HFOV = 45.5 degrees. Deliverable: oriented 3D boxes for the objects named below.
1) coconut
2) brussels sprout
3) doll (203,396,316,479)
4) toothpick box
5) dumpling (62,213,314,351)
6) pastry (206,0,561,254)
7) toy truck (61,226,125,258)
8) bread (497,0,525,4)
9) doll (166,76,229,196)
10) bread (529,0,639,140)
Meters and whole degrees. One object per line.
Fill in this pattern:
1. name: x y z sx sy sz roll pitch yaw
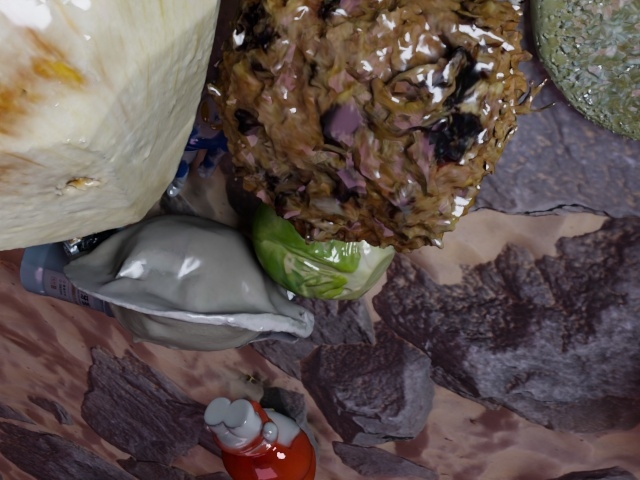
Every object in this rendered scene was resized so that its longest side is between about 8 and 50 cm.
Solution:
1. coconut: -0.252 -0.169 0.547 0.416 0.344 0.415 14 139 13
2. brussels sprout: -0.003 0.003 0.821 0.155 0.117 0.155 27 141 24
3. doll: -0.090 0.351 1.262 0.161 0.129 0.290 -3 141 27
4. toothpick box: -0.301 0.042 1.011 0.153 0.101 0.101 15 141 8
5. dumpling: -0.146 0.039 0.857 0.293 0.163 0.204 15 157 9
6. pastry: 0.043 -0.125 0.617 0.275 0.193 0.274 14 120 27
7. toy truck: -0.283 -0.057 0.889 0.115 0.080 0.177 53 152 10
8. bread: 0.123 -0.240 0.412 0.212 0.143 0.224 148 98 -81
9. doll: -0.140 -0.116 0.790 0.114 0.057 0.227 42 141 -17
10. bread: 0.283 -0.167 0.557 0.267 0.040 0.267 13 141 10
